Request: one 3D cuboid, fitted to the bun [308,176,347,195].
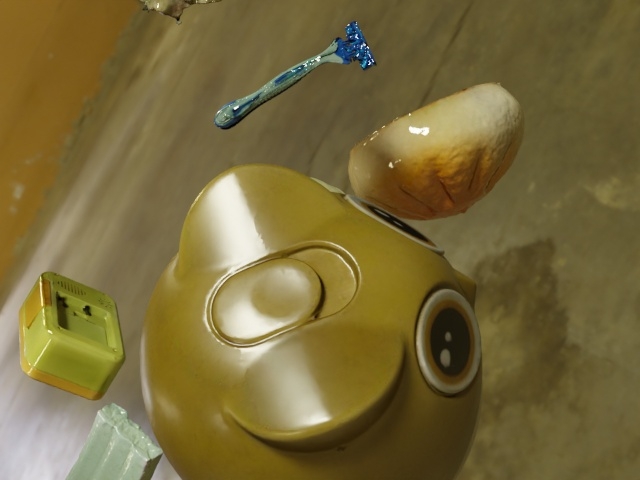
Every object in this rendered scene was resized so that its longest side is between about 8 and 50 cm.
[{"bbox_3d":[0.000,0.000,1.904,0.160,0.259,0.259,-41,2,-38],"label":"bun"}]

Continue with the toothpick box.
[{"bbox_3d":[-0.004,0.147,1.291,0.425,0.409,0.409,71,-147,-59],"label":"toothpick box"}]

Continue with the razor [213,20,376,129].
[{"bbox_3d":[-0.062,-0.291,2.008,0.324,0.093,0.056,-26,-14,13],"label":"razor"}]

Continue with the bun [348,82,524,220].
[{"bbox_3d":[0.193,-0.118,1.735,0.299,0.299,0.165,-30,81,58],"label":"bun"}]

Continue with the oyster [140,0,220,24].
[{"bbox_3d":[-0.143,-0.379,1.314,0.337,0.197,0.133,-114,22,-51],"label":"oyster"}]

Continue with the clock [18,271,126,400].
[{"bbox_3d":[-0.384,0.145,1.688,0.096,0.143,0.202,-58,26,17],"label":"clock"}]

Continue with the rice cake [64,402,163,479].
[{"bbox_3d":[-0.328,0.366,1.696,0.043,0.127,0.237,-30,-22,-53],"label":"rice cake"}]
